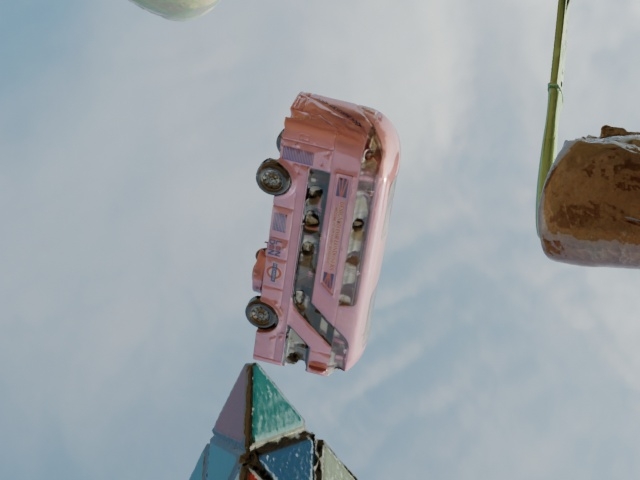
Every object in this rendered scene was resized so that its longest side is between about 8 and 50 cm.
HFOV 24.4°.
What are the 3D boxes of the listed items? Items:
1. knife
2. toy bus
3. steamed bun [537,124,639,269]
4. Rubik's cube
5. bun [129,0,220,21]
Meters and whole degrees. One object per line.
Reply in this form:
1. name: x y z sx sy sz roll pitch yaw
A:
1. knife: 0.256 -0.146 1.618 0.020 0.043 0.293 4 -93 20
2. toy bus: 0.000 0.000 1.012 0.090 0.203 0.063 14 -146 8
3. steamed bun: 0.271 -0.042 1.246 0.145 0.106 0.175 4 -157 29
4. Rubik's cube: -0.099 0.259 1.339 0.284 0.234 0.250 -17 -96 -50
5. bun: -0.203 -0.358 1.493 0.187 0.293 0.293 -12 -123 -14
